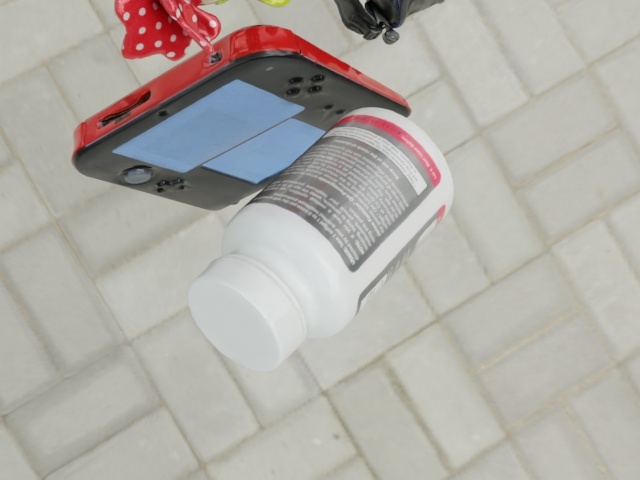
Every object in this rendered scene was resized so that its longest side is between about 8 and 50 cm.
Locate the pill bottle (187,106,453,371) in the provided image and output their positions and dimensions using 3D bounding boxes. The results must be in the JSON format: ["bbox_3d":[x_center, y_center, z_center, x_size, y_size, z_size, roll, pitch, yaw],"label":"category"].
[{"bbox_3d":[0.000,0.000,1.295,0.176,0.176,0.318,46,55,-1],"label":"pill bottle"}]

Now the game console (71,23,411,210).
[{"bbox_3d":[-0.113,-0.150,1.575,0.386,0.342,0.060,-24,63,31],"label":"game console"}]

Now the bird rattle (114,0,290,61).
[{"bbox_3d":[-0.144,-0.315,1.248,0.253,0.143,0.207,-34,109,-36],"label":"bird rattle"}]

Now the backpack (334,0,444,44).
[{"bbox_3d":[0.085,-0.464,1.573,0.213,0.276,0.263,-33,68,-19],"label":"backpack"}]
